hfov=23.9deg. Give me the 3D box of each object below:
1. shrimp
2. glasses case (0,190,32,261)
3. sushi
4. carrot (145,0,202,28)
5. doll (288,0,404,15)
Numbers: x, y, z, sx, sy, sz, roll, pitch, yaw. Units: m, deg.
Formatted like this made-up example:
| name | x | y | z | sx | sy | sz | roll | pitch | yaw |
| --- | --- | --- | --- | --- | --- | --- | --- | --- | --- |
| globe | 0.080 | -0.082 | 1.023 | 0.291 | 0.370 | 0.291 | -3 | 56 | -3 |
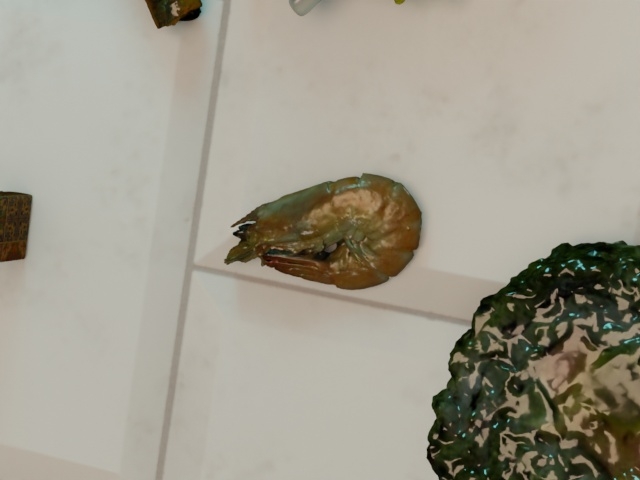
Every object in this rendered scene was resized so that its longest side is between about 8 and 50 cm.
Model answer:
| name | x | y | z | sx | sy | sz | roll | pitch | yaw |
| --- | --- | --- | --- | --- | --- | --- | --- | --- | --- |
| shrimp | 0.000 | 0.001 | 1.537 | 0.217 | 0.051 | 0.115 | -13 | 92 | 17 |
| glasses case | -0.379 | -0.011 | 1.574 | 0.049 | 0.218 | 0.075 | 9 | 96 | 19 |
| sushi | 0.289 | 0.161 | 1.380 | 0.352 | 0.178 | 0.294 | 32 | 100 | 18 |
| carrot | -0.185 | -0.345 | 1.568 | 0.070 | 0.070 | 0.260 | -21 | 88 | 19 |
| doll | 0.021 | -0.290 | 1.484 | 0.241 | 0.098 | 0.135 | 15 | 60 | 16 |
